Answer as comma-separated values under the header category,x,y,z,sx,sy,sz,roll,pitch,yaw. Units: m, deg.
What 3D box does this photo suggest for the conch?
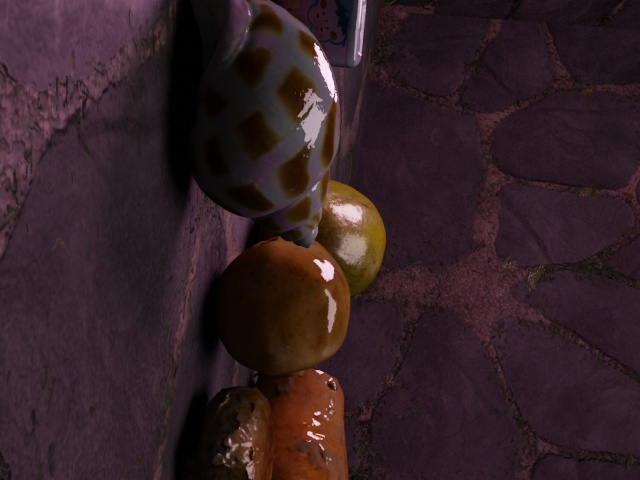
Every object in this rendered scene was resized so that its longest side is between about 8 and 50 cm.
category,x,y,z,sx,sy,sz,roll,pitch,yaw
conch,-0.077,-0.153,1.163,0.249,0.197,0.367,-109,-157,-53

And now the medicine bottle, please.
category,x,y,z,sx,sy,sz,roll,pitch,yaw
medicine bottle,-0.030,-0.332,1.377,0.094,0.188,0.119,-60,156,-74

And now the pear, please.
category,x,y,z,sx,sy,sz,roll,pitch,yaw
pear,0.000,0.000,1.741,0.307,0.253,0.252,11,85,-77

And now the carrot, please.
category,x,y,z,sx,sy,sz,roll,pitch,yaw
carrot,-0.051,0.438,1.775,0.224,0.224,0.340,86,9,-57

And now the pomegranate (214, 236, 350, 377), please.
category,x,y,z,sx,sy,sz,roll,pitch,yaw
pomegranate,-0.061,0.101,1.421,0.233,0.233,0.233,6,90,-83

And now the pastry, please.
category,x,y,z,sx,sy,sz,roll,pitch,yaw
pastry,-0.140,0.346,1.389,0.235,0.121,0.256,-77,169,-70
